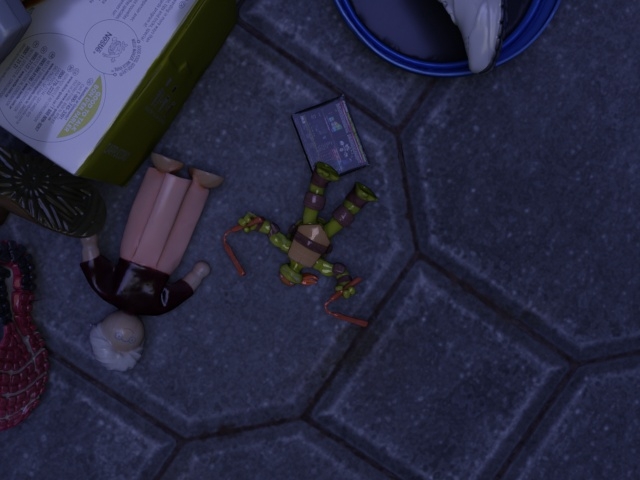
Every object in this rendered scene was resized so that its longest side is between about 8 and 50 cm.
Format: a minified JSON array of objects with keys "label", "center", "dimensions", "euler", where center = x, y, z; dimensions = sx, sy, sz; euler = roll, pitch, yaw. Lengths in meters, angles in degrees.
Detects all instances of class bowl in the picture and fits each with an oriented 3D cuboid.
[{"label":"bowl","center":[0.196,-0.451,1.328],"dimensions":[0.391,0.077,0.391],"euler":[0,92,-3]}]

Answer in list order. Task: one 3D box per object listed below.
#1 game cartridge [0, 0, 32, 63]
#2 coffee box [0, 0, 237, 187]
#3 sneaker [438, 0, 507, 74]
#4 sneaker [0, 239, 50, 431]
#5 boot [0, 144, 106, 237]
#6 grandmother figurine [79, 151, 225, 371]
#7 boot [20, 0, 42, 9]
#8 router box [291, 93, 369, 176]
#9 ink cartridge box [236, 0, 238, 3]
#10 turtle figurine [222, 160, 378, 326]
[{"label":"game cartridge","center":[-0.473,-0.245,0.939],"dimensions":[0.297,0.062,0.198],"euler":[-19,108,28]},{"label":"coffee box","center":[-0.344,-0.304,1.167],"dimensions":[0.334,0.337,0.338],"euler":[34,89,-4]},{"label":"sneaker","center":[0.211,-0.393,1.256],"dimensions":[0.129,0.111,0.297],"euler":[-8,89,12]},{"label":"sneaker","center":[-0.503,0.147,1.299],"dimensions":[0.112,0.121,0.299],"euler":[0,94,25]},{"label":"boot","center":[-0.454,-0.059,1.221],"dimensions":[0.236,0.269,0.089],"euler":[31,66,-21]},{"label":"grandmother figurine","center":[-0.277,0.039,1.304],"dimensions":[0.208,0.104,0.342],"euler":[19,90,-10]},{"label":"boot","center":[-0.416,-0.347,0.945],"dimensions":[0.295,0.104,0.211],"euler":[-23,99,4]},{"label":"router box","center":[0.015,-0.161,1.346],"dimensions":[0.092,0.038,0.122],"euler":[-20,94,-2]},{"label":"ink cartridge box","center":[-0.162,-0.560,1.305],"dimensions":[0.296,0.066,0.261],"euler":[43,89,-5]},{"label":"turtle figurine","center":[0.000,0.000,1.325],"dimensions":[0.269,0.087,0.217],"euler":[33,105,2]}]
